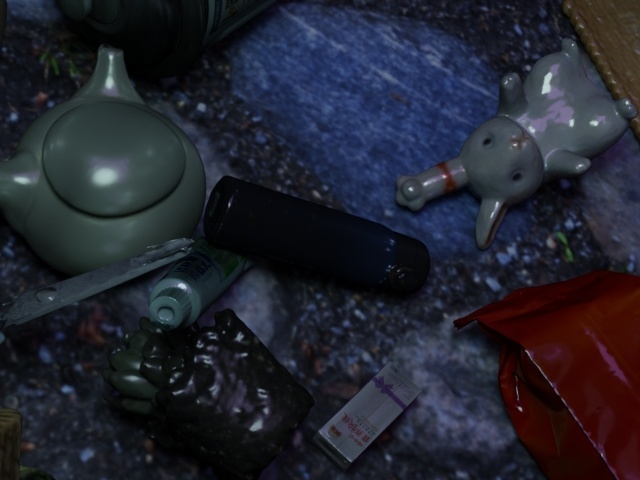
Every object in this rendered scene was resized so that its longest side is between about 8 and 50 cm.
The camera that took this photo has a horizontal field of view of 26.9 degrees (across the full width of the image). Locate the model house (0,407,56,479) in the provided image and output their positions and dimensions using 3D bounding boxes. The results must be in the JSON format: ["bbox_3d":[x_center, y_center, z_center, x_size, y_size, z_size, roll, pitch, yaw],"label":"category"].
[{"bbox_3d":[-0.318,0.286,1.092,0.261,0.266,0.321,2,61,-9],"label":"model house"}]

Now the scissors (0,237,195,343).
[{"bbox_3d":[-0.287,0.063,1.263,0.360,0.029,0.191,-22,38,1],"label":"scissors"}]

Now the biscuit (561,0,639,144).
[{"bbox_3d":[0.421,-0.225,1.706,0.160,0.030,0.249,-16,66,-21],"label":"biscuit"}]

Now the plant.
[{"bbox_3d":[-0.111,0.142,1.302,0.194,0.132,0.129,34,57,0],"label":"plant"}]

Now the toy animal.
[{"bbox_3d":[0.229,-0.104,1.526,0.282,0.138,0.140,-34,78,-27],"label":"toy animal"}]

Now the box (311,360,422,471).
[{"bbox_3d":[0.047,0.180,1.376,0.050,0.036,0.117,44,61,12],"label":"box"}]

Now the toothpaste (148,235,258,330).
[{"bbox_3d":[-0.118,0.035,1.308,0.075,0.297,0.048,21,103,2],"label":"toothpaste"}]

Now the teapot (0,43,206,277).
[{"bbox_3d":[-0.265,-0.046,1.359,0.318,0.149,0.220,-32,72,-29],"label":"teapot"}]

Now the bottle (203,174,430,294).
[{"bbox_3d":[0.000,0.000,1.417,0.244,0.072,0.082,16,23,-23],"label":"bottle"}]

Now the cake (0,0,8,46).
[{"bbox_3d":[-0.466,-0.234,1.475,0.262,0.159,0.158,-6,56,22],"label":"cake"}]

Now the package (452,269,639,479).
[{"bbox_3d":[0.331,0.208,1.384,0.196,0.123,0.423,-23,70,-27],"label":"package"}]

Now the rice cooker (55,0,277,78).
[{"bbox_3d":[-0.172,-0.333,1.482,0.317,0.317,0.264,-38,116,-29],"label":"rice cooker"}]
